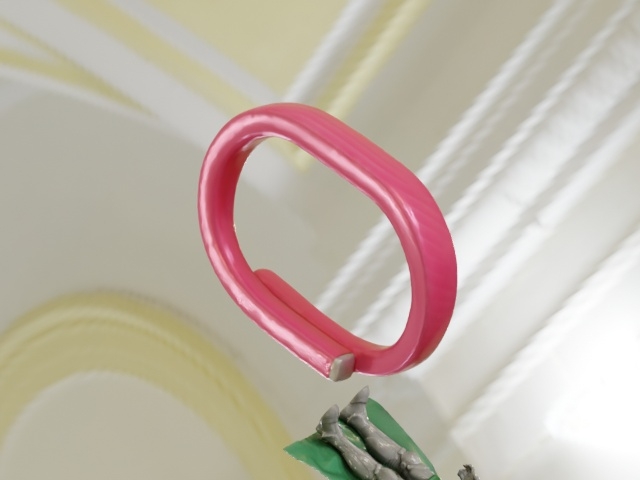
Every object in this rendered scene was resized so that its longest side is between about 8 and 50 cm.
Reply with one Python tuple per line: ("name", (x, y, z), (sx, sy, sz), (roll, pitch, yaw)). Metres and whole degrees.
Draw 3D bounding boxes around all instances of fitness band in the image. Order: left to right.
("fitness band", (0.000, 0.000, 1.703), (0.054, 0.291, 0.209), (-17, -48, -44))

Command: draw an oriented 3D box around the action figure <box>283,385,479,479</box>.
("action figure", (0.091, 0.219, 1.529), (0.137, 0.232, 0.063), (-28, -22, -52))
